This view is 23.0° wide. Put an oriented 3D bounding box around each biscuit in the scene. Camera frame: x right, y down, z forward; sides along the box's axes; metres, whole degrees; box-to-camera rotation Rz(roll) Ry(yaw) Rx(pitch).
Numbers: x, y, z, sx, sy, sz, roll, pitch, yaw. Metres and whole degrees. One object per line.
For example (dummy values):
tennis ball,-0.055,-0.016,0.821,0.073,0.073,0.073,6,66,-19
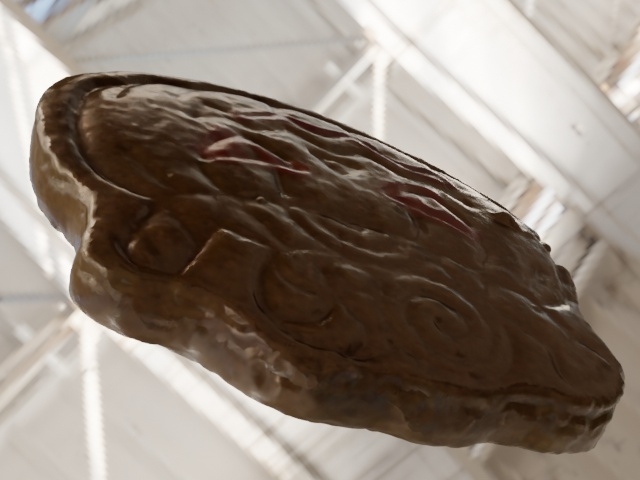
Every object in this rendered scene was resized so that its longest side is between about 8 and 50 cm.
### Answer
biscuit,0.001,-0.002,0.723,0.273,0.049,0.257,13,-154,-19
